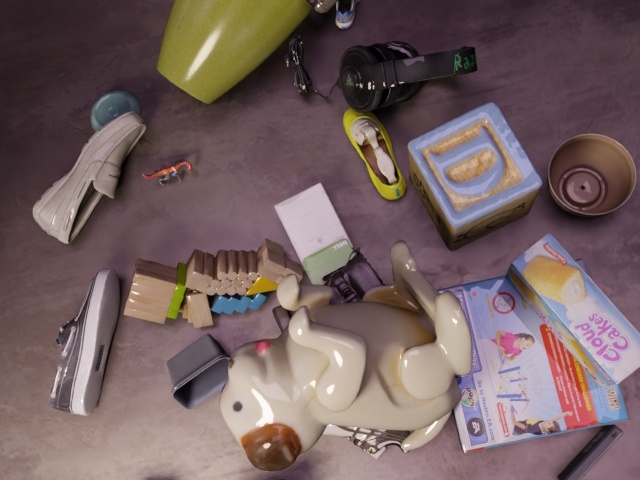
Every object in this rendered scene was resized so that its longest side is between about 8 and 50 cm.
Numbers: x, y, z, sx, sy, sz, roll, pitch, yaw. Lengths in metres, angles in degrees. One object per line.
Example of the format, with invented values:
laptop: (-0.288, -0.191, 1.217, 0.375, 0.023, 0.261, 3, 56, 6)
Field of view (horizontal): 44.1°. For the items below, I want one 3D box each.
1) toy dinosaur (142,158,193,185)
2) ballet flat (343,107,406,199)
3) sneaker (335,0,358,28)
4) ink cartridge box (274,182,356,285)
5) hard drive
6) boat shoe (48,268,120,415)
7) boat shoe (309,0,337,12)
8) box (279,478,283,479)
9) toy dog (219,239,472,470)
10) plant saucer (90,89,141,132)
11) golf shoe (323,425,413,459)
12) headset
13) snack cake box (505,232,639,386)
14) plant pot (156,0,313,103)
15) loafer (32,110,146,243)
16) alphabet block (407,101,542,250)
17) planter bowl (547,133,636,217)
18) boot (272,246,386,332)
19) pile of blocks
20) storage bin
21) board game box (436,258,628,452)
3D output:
toy dinosaur: (-0.317, -0.146, 1.688, 0.082, 0.090, 0.047, -24, 90, 34)
ballet flat: (0.113, -0.192, 1.633, 0.077, 0.077, 0.230, -25, 75, 2)
sneaker: (0.061, -0.538, 1.732, 0.052, 0.058, 0.135, 4, 77, 9)
ink cartridge box: (0.000, 0.000, 1.609, 0.109, 0.062, 0.209, -27, 78, 0)
hard drive: (0.489, 0.391, 1.436, 0.135, 0.094, 0.022, -45, 75, -4)
boat shoe: (-0.488, 0.200, 1.612, 0.102, 0.108, 0.301, 9, 85, 8)
boat shoe: (-0.023, -0.620, 1.726, 0.091, 0.109, 0.304, -45, 51, 30)
box: (-0.088, 0.615, 1.446, 0.148, 0.121, 0.311, -23, 75, 1)
toy dog: (0.022, 0.229, 1.378, 0.408, 0.395, 0.284, -18, 38, -9)
plant saucer: (-0.461, -0.285, 1.761, 0.120, 0.021, 0.119, -2, 76, 7)
golf shoe: (0.080, 0.371, 1.505, 0.198, 0.077, 0.093, -5, 76, 8)
headset: (0.115, -0.359, 1.592, 0.395, 0.243, 0.185, -5, 102, 31)
snack cake box: (0.447, 0.126, 1.385, 0.089, 0.152, 0.264, -38, 74, -2)
plant pot: (-0.211, -0.448, 1.663, 0.275, 0.275, 0.293, 39, 100, 14)
loafer: (-0.474, -0.134, 1.688, 0.111, 0.112, 0.319, 40, 92, 9)
alphabet block: (0.292, -0.119, 1.531, 0.193, 0.197, 0.193, -25, 75, 2)
planter bowl: (0.521, -0.114, 1.544, 0.162, 0.109, 0.161, -2, 76, 8)
boot: (0.056, 0.173, 1.524, 0.229, 0.091, 0.262, -29, 91, 1)
pile of blocks: (-0.218, 0.081, 1.614, 0.363, 0.148, 0.112, -6, 33, -3)
storage bin: (-0.236, 0.257, 1.574, 0.135, 0.098, 0.091, -34, 47, -1)
board game box: (0.381, 0.218, 1.496, 0.302, 0.086, 0.308, -12, 75, 4)
